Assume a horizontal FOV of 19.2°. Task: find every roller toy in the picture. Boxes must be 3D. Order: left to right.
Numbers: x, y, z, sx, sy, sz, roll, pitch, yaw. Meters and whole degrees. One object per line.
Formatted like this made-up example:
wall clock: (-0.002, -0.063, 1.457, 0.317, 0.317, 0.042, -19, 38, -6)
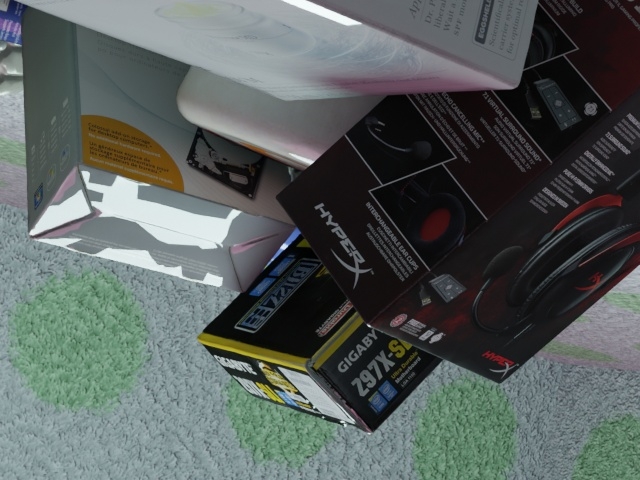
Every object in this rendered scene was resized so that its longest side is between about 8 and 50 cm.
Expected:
roller toy: (0.005, -0.122, 1.322, 0.209, 0.146, 0.191, 21, 179, -41)

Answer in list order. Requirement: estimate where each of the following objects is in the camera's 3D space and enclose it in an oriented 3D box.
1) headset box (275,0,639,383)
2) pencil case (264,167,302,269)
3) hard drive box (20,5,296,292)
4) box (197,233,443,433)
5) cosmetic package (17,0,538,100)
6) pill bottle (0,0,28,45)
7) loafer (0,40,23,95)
headset box: (0.151, -0.060, 1.153, 0.110, 0.293, 0.218, 54, -168, 27)
pencil case: (0.000, 0.000, 1.633, 0.133, 0.119, 0.306, -2, 146, 47)
hard drive box: (-0.127, -0.093, 1.437, 0.181, 0.232, 0.089, 15, 134, -28)
box: (0.076, -0.003, 1.437, 0.079, 0.322, 0.257, 48, 166, -13)
cosmetic package: (-0.030, -0.172, 1.033, 0.224, 0.138, 0.224, 19, 171, -34)
pill bottle: (-0.222, -0.187, 1.542, 0.120, 0.067, 0.067, 15, 173, -13)
loafer: (-0.387, -0.195, 1.574, 0.319, 0.112, 0.111, 15, -158, -31)
